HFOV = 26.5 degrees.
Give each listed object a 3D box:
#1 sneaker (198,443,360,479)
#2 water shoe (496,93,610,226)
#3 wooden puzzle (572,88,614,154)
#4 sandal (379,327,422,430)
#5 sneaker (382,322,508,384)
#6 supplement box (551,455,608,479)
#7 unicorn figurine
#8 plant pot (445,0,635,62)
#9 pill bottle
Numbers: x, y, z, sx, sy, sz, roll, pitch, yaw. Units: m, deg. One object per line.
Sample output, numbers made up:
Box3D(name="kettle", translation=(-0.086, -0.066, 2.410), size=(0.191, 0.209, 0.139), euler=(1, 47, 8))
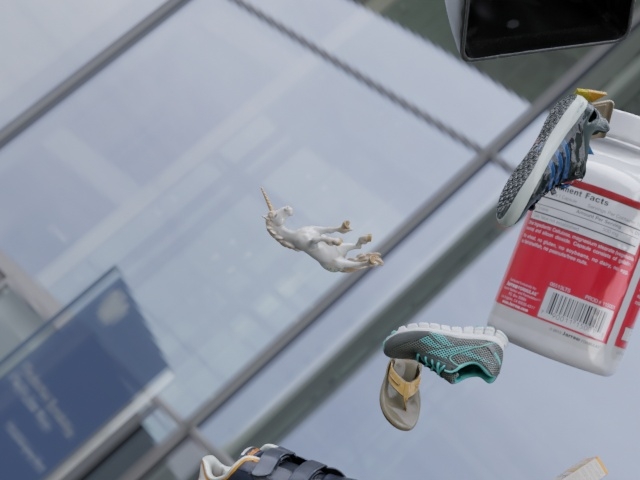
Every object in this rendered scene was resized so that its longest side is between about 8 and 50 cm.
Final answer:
Box3D(name="sneaker", translation=(-0.064, 0.405, 2.264), size=(0.126, 0.321, 0.127), euler=(-4, 86, -71))
Box3D(name="water shoe", translation=(0.307, -0.093, 1.771), size=(0.080, 0.203, 0.073), euler=(34, -7, -12))
Box3D(name="wooden puzzle", translation=(0.365, -0.165, 1.876), size=(0.014, 0.078, 0.116), euler=(-110, -156, -43))
Box3D(name="sandal", translation=(0.144, 0.228, 2.281), size=(0.072, 0.180, 0.049), euler=(14, -21, -7))
Box3D(name="sneaker", translation=(0.163, 0.153, 1.794), size=(0.166, 0.076, 0.065), euler=(-1, -34, 11))
Box3D(name="supplement box", translation=(0.425, 0.403, 2.281), size=(0.036, 0.098, 0.062), euler=(59, -15, 5))
Box3D(name="unicorn figurine", translation=(0.000, 0.000, 1.706), size=(0.111, 0.060, 0.162), euler=(-9, -47, 39))
Box3D(name="plant pot", translation=(0.212, -0.316, 1.411), size=(0.167, 0.188, 0.187), euler=(-115, -160, -50))
Box3D(name="pill bottle", translation=(0.443, -0.003, 2.222), size=(0.229, 0.408, 0.229), euler=(21, 1, -1))
